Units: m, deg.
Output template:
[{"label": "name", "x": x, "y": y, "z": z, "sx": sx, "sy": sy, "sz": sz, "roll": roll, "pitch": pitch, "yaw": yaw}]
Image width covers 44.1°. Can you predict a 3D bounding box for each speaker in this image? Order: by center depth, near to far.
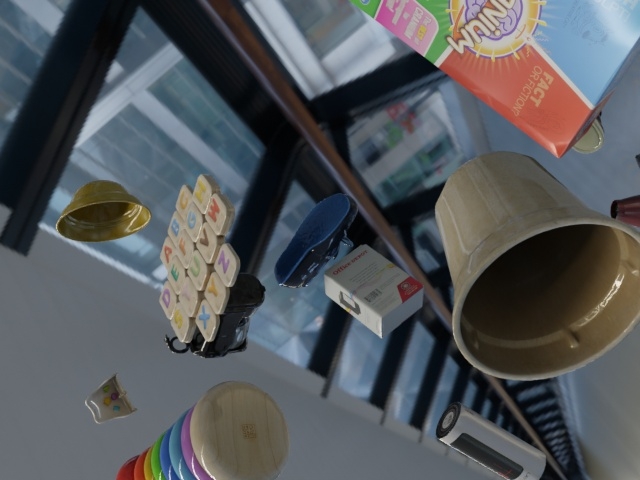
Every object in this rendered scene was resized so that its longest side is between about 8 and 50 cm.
[{"label": "speaker", "x": 0.219, "y": 0.262, "z": 1.011, "sx": 0.136, "sy": 0.055, "sz": 0.055, "roll": 32, "pitch": -173, "yaw": -8}]

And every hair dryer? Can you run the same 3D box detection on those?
[{"label": "hair dryer", "x": 0.631, "y": -0.078, "z": 1.440, "sx": 0.224, "sy": 0.294, "sz": 0.080, "roll": 26, "pitch": 125, "yaw": 44}]

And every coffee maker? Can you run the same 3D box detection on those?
[{"label": "coffee maker", "x": -0.210, "y": 0.157, "z": 1.609, "sx": 0.120, "sy": 0.171, "sz": 0.178, "roll": 46, "pitch": 141, "yaw": 21}]

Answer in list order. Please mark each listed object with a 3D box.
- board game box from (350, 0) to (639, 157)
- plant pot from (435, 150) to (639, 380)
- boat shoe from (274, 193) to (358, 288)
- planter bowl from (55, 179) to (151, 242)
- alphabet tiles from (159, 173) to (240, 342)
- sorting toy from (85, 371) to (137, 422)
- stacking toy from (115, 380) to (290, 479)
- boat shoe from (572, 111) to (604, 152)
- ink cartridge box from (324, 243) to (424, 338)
[{"label": "board game box", "x": 0.183, "y": -0.264, "z": 0.818, "sx": 0.316, "sy": 0.064, "sz": 0.242, "roll": 41, "pitch": 154, "yaw": 15}, {"label": "plant pot", "x": 0.345, "y": 0.014, "z": 1.355, "sx": 0.334, "sy": 0.334, "sz": 0.305, "roll": 48, "pitch": -164, "yaw": -34}, {"label": "boat shoe", "x": 0.000, "y": 0.000, "z": 1.658, "sx": 0.089, "sy": 0.258, "sz": 0.109, "roll": 17, "pitch": -138, "yaw": -36}, {"label": "planter bowl", "x": -0.512, "y": -0.081, "z": 1.853, "sx": 0.217, "sy": 0.217, "sz": 0.090, "roll": 42, "pitch": -149, "yaw": -66}, {"label": "alphabet tiles", "x": -0.222, "y": 0.033, "z": 1.394, "sx": 0.021, "sy": 0.284, "sz": 0.278, "roll": 5, "pitch": -150, "yaw": -33}, {"label": "sorting toy", "x": -0.399, "y": 0.303, "z": 1.485, "sx": 0.045, "sy": 0.075, "sz": 0.083, "roll": -18, "pitch": 100, "yaw": 51}, {"label": "stacking toy", "x": -0.186, "y": 0.314, "z": 1.095, "sx": 0.141, "sy": 0.330, "sz": 0.141, "roll": 23, "pitch": -131, "yaw": -29}, {"label": "boat shoe", "x": 0.610, "y": -0.380, "z": 1.950, "sx": 0.340, "sy": 0.127, "sz": 0.113, "roll": 50, "pitch": -136, "yaw": -18}, {"label": "ink cartridge box", "x": 0.112, "y": 0.103, "z": 1.670, "sx": 0.175, "sy": 0.127, "sz": 0.072, "roll": 37, "pitch": 148, "yaw": 33}]
